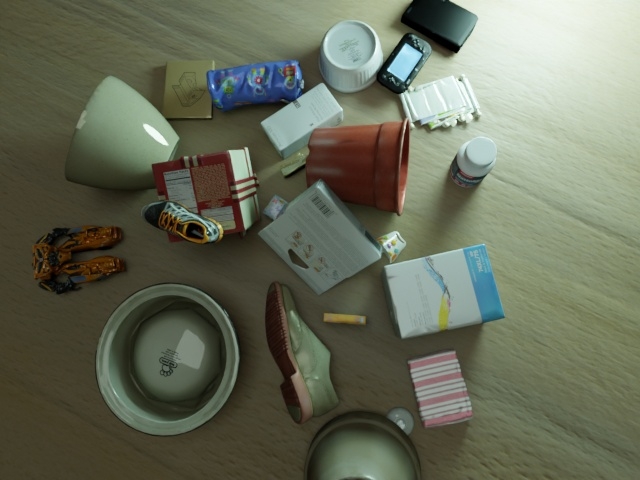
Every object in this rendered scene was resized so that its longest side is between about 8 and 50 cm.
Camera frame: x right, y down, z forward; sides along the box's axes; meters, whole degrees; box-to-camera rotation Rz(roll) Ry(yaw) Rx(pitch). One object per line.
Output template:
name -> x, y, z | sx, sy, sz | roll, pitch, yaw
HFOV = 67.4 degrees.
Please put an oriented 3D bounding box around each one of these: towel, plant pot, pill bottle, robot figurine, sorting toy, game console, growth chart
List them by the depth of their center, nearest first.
plant pot -> 0.099, 0.625, 1.198 | 0.322, 0.280, 0.324 | -1, 84, 8
towel -> 0.336, 0.417, 1.354 | 0.144, 0.029, 0.197 | -13, 78, 3
pill bottle -> 0.437, -0.225, 1.369 | 0.107, 0.180, 0.108 | -1, 81, 5
plant pot -> 0.109, -0.215, 1.370 | 0.264, 0.272, 0.273 | 6, 81, 14
sorting toy -> 0.214, 0.010, 1.427 | 0.075, 0.045, 0.083 | -34, 79, -21
robot figurine -> -0.757, 0.048, 1.476 | 0.290, 0.085, 0.211 | -11, 79, 3
growth chart -> 0.368, -0.426, 1.489 | 0.237, 0.021, 0.172 | -11, 80, 3
game console -> 0.317, -0.608, 1.502 | 0.213, 0.044, 0.362 | 33, 81, 9

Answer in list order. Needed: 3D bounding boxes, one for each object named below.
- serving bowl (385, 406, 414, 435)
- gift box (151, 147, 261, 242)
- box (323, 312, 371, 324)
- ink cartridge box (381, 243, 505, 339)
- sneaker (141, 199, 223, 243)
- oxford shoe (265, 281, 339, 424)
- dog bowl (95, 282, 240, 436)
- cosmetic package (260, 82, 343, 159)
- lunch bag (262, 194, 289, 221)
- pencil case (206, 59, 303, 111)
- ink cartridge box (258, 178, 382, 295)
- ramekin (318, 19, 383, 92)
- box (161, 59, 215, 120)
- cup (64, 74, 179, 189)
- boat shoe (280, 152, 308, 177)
serving bowl -> 0.223, 0.513, 1.346 | 0.083, 0.027, 0.084 | -1, 81, 4
gift box -> -0.320, -0.118, 1.386 | 0.254, 0.258, 0.277 | -4, 102, 4
box -> 0.078, 0.226, 1.378 | 0.136, 0.081, 0.028 | 2, 80, 5
ink cartridge box -> 0.319, 0.145, 1.311 | 0.269, 0.198, 0.198 | -13, 81, 2
sneaker -> -0.360, -0.045, 1.230 | 0.214, 0.083, 0.084 | 16, 104, 2
oxford shoe -> -0.058, 0.305, 1.374 | 0.146, 0.140, 0.398 | -7, 73, -28
dog bowl -> -0.412, 0.329, 1.370 | 0.407, 0.150, 0.409 | -1, 81, 4
cosmetic package -> -0.056, -0.368, 1.485 | 0.231, 0.085, 0.117 | -34, 79, -2
lunch bag -> -0.122, -0.089, 1.461 | 0.083, 0.053, 0.071 | 36, 87, 0
pencil case -> -0.199, -0.480, 1.498 | 0.305, 0.119, 0.133 | -5, 91, 4
ink cartridge box -> 0.000, 0.000, 1.366 | 0.238, 0.060, 0.275 | -34, 108, 28
ramekin -> 0.093, -0.580, 1.493 | 0.206, 0.109, 0.208 | -1, 81, 4
box -> -0.429, -0.491, 1.569 | 0.164, 0.021, 0.202 | 0, 80, 5
cup -> -0.563, -0.279, 1.424 | 0.236, 0.331, 0.332 | 24, 83, -16
boat shoe -> -0.063, -0.246, 1.482 | 0.135, 0.050, 0.045 | -31, 85, -1
